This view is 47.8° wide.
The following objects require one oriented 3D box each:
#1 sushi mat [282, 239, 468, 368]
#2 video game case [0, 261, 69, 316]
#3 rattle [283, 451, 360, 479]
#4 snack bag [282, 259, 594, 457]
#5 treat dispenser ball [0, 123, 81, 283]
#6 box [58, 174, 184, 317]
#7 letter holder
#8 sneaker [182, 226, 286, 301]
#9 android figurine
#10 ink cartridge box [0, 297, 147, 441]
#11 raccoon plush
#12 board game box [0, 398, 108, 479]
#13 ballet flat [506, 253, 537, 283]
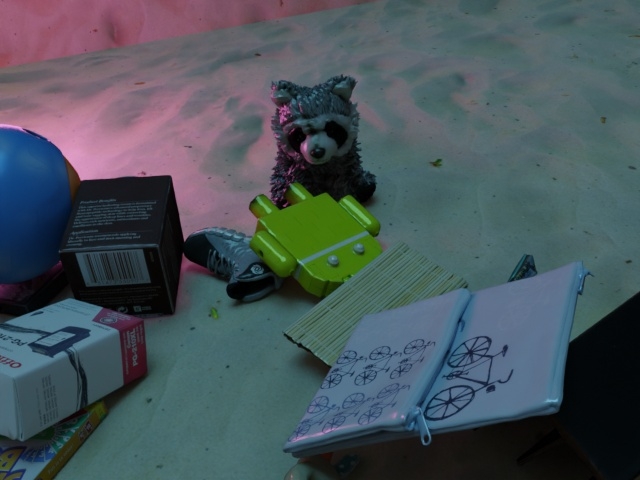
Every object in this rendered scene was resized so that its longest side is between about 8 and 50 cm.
[{"bbox_3d":[0.096,0.105,1.157,0.151,0.019,0.316,30,45,28],"label":"sushi mat"},{"bbox_3d":[-0.589,0.043,1.445,0.248,0.035,0.275,7,35,21],"label":"video game case"},{"bbox_3d":[-0.015,0.332,0.875,0.130,0.143,0.200,20,12,-15],"label":"rattle"},{"bbox_3d":[0.151,0.138,0.894,0.342,0.037,0.323,-19,16,31],"label":"snack bag"},{"bbox_3d":[-0.577,-0.065,1.309,0.288,0.288,0.288,-6,33,4],"label":"treat dispenser ball"},{"bbox_3d":[-0.343,0.011,1.286,0.168,0.167,0.203,-3,41,0],"label":"box"},{"bbox_3d":[0.369,0.192,0.919,0.301,0.214,0.152,-28,69,-24],"label":"letter holder"},{"bbox_3d":[-0.164,0.048,1.300,0.228,0.086,0.132,5,37,18],"label":"sneaker"},{"bbox_3d":[0.000,0.000,1.288,0.248,0.056,0.273,-22,54,-35],"label":"android figurine"},{"bbox_3d":[-0.404,0.180,1.070,0.171,0.100,0.237,10,19,29],"label":"ink cartridge box"},{"bbox_3d":[-0.045,-0.243,1.522,0.216,0.299,0.446,-19,34,-15],"label":"raccoon plush"},{"bbox_3d":[-0.424,0.309,1.001,0.124,0.039,0.259,7,38,23],"label":"board game box"},{"bbox_3d":[0.315,0.092,1.156,0.070,0.070,0.188,16,41,32],"label":"ballet flat"}]
